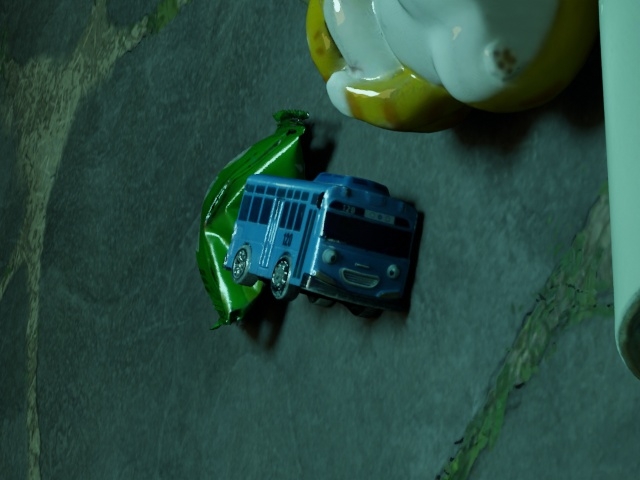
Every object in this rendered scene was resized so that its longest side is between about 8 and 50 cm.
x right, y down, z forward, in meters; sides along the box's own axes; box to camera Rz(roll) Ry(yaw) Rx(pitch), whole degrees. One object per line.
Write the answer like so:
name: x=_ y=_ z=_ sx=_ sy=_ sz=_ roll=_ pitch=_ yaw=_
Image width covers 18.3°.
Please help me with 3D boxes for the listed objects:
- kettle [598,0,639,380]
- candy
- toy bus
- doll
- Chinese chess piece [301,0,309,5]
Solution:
kettle: x=0.249 y=-0.081 z=1.001 sx=0.205 sy=0.265 sz=0.318 roll=-17 pitch=57 yaw=25
candy: x=-0.064 y=-0.021 z=1.732 sx=0.141 sy=0.078 sz=0.203 roll=21 pitch=92 yaw=65
toy bus: x=0.000 y=0.000 z=1.566 sx=0.184 sy=0.090 sz=0.106 roll=12 pitch=86 yaw=66
doll: x=0.087 y=-0.161 z=1.385 sx=0.269 sy=0.162 sz=0.167 roll=-16 pitch=99 yaw=56
Chinese chess piece: x=0.048 y=-0.298 z=1.602 sx=0.250 sy=0.103 sz=0.250 roll=-42 pitch=40 yaw=50
